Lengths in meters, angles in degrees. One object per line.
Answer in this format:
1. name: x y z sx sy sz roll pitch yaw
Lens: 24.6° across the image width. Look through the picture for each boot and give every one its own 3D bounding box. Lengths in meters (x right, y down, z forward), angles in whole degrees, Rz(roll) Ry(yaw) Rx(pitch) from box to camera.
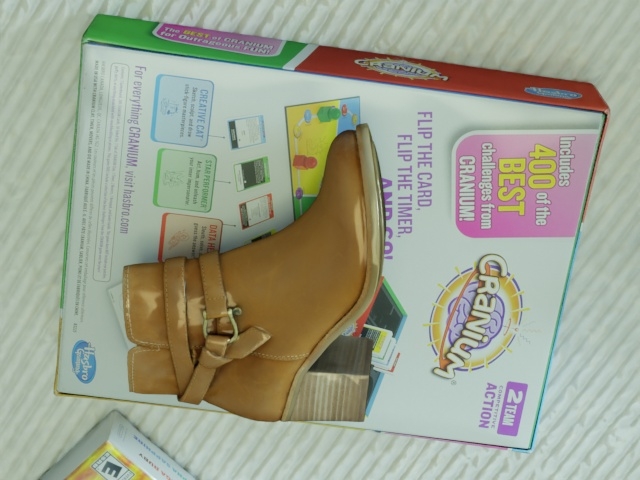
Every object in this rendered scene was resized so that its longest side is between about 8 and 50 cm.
1. boot: -0.040 0.020 0.866 0.152 0.073 0.197 6 110 2

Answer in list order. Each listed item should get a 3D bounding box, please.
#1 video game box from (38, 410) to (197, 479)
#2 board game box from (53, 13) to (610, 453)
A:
1. video game box: -0.148 0.250 1.043 0.187 0.048 0.205 42 107 -18
2. board game box: 0.000 0.000 0.929 0.317 0.064 0.242 8 112 -3
